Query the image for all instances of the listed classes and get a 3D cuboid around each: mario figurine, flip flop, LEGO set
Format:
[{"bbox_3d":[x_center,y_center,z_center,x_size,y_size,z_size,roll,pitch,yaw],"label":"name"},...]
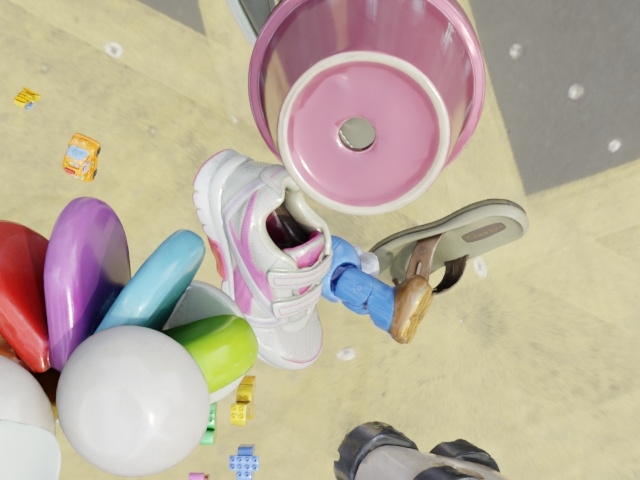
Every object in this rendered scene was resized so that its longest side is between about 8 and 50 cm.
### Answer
[{"bbox_3d":[0.000,0.000,1.373,0.320,0.198,0.170,27,49,10],"label":"mario figurine"},{"bbox_3d":[0.164,0.031,1.473,0.277,0.112,0.080,-25,52,29],"label":"flip flop"},{"bbox_3d":[-0.121,0.235,1.344,0.087,0.093,0.227,1,88,3],"label":"LEGO set"}]

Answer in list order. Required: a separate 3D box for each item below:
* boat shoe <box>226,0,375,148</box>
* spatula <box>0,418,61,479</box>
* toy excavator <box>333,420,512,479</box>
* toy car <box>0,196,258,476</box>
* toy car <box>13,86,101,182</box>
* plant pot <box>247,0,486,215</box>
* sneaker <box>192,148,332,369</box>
[{"bbox_3d":[0.009,-0.181,1.120,0.109,0.091,0.305,-49,124,-23],"label":"boat shoe"},{"bbox_3d":[-0.172,0.182,0.404,0.168,0.019,0.242,4,77,36],"label":"spatula"},{"bbox_3d":[0.055,0.462,1.313,0.433,0.222,0.445,18,90,-30],"label":"toy excavator"},{"bbox_3d":[-0.127,0.046,0.568,0.182,0.159,0.136,-10,99,11],"label":"toy car"},{"bbox_3d":[-0.302,-0.110,1.195,0.122,0.040,0.060,37,126,-4],"label":"toy car"},{"bbox_3d":[0.037,-0.111,0.860,0.201,0.180,0.201,1,114,2],"label":"plant pot"},{"bbox_3d":[-0.042,0.029,1.093,0.111,0.103,0.252,6,125,42],"label":"sneaker"}]
